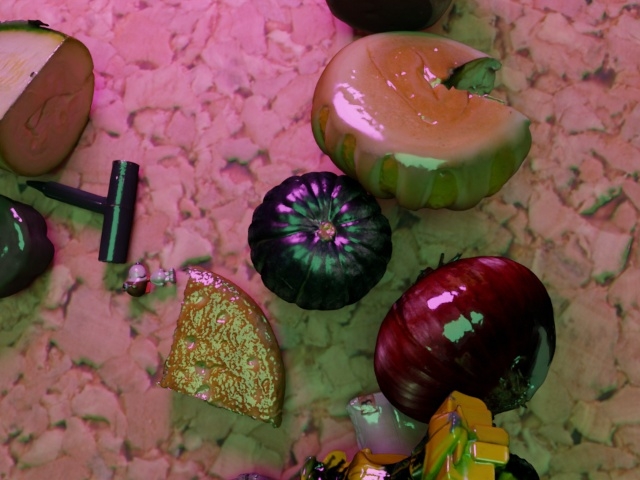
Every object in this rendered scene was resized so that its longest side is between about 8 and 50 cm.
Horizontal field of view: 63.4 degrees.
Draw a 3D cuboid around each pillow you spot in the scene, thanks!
[{"bbox_3d":[0.124,0.344,0.795,0.128,0.051,0.229,-12,83,-7],"label":"pillow"}]

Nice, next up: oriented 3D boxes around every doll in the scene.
[{"bbox_3d":[-0.283,0.068,0.857,0.085,0.040,0.058,10,72,4],"label":"doll"}]

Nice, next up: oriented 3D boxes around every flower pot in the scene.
[{"bbox_3d":[0.112,-0.454,0.815,0.246,0.246,0.195,10,84,4],"label":"flower pot"}]

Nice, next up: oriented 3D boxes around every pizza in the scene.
[{"bbox_3d":[-0.164,0.182,0.826,0.197,0.058,0.292,-34,80,-2],"label":"pizza"}]

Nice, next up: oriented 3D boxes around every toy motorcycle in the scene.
[{"bbox_3d":[0.096,0.311,0.648,0.206,0.342,0.142,24,40,-16],"label":"toy motorcycle"}]

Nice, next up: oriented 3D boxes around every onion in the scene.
[{"bbox_3d":[0.187,0.122,0.740,0.273,0.273,0.285,-26,48,-2],"label":"onion"}]

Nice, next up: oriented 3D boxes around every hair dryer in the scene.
[{"bbox_3d":[-0.411,-0.052,0.877,0.195,0.050,0.173,4,81,7],"label":"hair dryer"}]

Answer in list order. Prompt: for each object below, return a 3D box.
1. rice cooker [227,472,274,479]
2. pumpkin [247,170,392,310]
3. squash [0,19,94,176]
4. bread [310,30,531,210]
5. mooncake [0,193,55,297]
[{"bbox_3d":[-0.137,0.513,0.651,0.336,0.335,0.325,-22,83,-1],"label":"rice cooker"},{"bbox_3d":[0.000,0.000,0.793,0.221,0.162,0.220,2,79,-9],"label":"pumpkin"},{"bbox_3d":[-0.558,-0.256,0.828,0.309,0.210,0.233,24,70,1],"label":"squash"},{"bbox_3d":[0.135,-0.176,0.781,0.333,0.160,0.332,0,53,0],"label":"bread"},{"bbox_3d":[-0.529,0.007,0.841,0.169,0.104,0.174,-5,84,-2],"label":"mooncake"}]
